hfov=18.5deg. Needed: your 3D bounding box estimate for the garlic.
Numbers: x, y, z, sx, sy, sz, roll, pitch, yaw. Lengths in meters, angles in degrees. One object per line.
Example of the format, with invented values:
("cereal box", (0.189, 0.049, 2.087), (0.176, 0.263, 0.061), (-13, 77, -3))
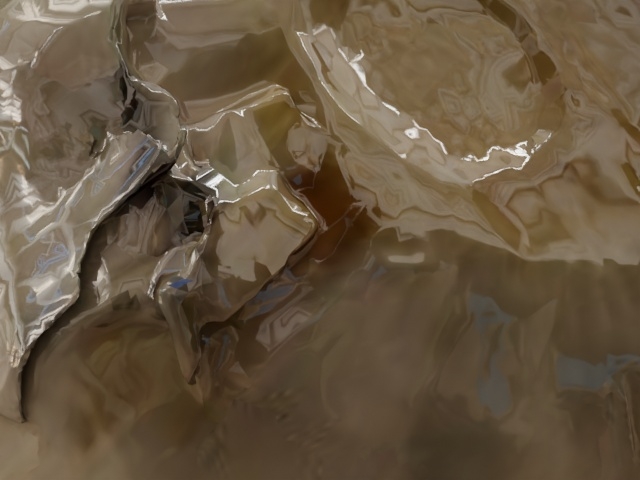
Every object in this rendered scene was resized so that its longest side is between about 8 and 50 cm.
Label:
("garlic", (0.009, -0.008, 0.601), (0.322, 0.321, 0.241), (-11, 4, -38))
